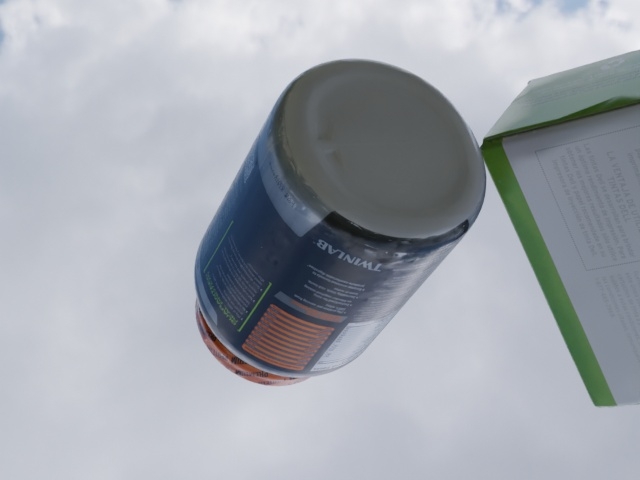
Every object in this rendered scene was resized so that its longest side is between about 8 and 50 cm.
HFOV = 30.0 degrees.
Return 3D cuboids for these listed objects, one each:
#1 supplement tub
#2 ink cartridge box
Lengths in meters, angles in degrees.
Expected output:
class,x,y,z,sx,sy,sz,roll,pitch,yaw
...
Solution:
class,x,y,z,sx,sy,sz,roll,pitch,yaw
supplement tub,0.000,0.000,0.652,0.117,0.190,0.117,12,-124,-18
ink cartridge box,0.245,-0.020,0.651,0.255,0.188,0.097,-13,-157,36
